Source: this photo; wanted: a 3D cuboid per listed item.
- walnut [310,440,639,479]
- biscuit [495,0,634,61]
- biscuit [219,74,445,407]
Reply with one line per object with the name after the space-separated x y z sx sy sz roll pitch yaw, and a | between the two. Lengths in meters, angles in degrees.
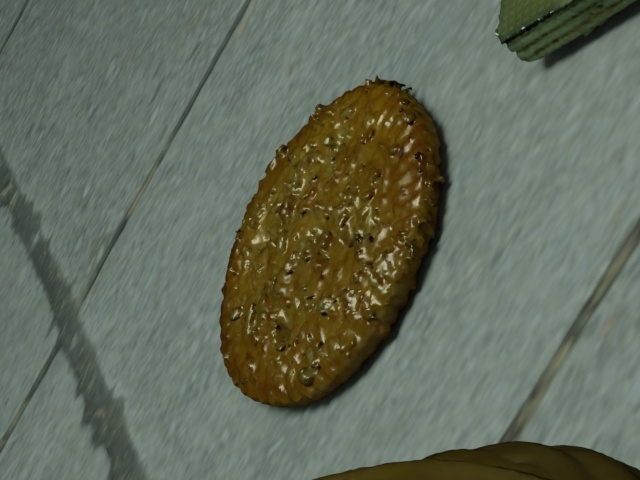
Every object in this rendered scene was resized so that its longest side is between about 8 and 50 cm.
0.048 0.229 0.622 0.333 0.333 0.333 -40 37 39 | walnut
0.170 -0.218 1.013 0.121 0.040 0.199 -31 41 47 | biscuit
0.000 0.000 1.136 0.254 0.035 0.254 -39 38 40 | biscuit
